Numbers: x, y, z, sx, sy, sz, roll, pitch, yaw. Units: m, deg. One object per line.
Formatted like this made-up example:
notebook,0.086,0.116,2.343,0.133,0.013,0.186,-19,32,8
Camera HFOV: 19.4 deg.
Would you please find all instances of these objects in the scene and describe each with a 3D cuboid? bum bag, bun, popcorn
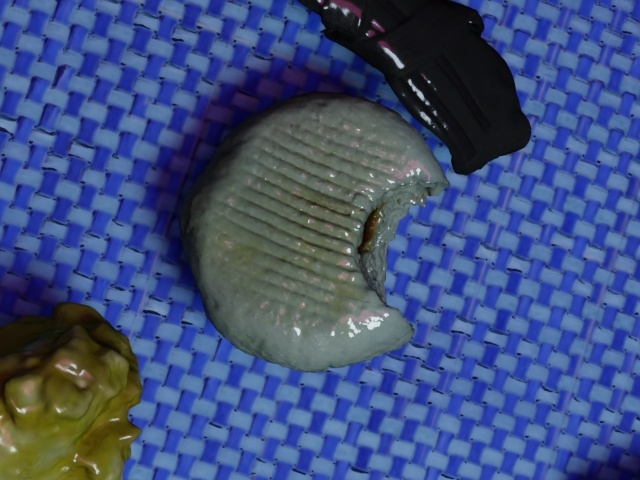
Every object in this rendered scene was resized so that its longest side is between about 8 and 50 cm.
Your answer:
bum bag,0.049,-0.180,1.419,0.326,0.079,0.142,42,40,-22
bun,0.000,0.000,1.407,0.204,0.126,0.212,43,77,8
popcorn,-0.210,0.127,1.310,0.197,0.197,0.156,-9,90,-19
